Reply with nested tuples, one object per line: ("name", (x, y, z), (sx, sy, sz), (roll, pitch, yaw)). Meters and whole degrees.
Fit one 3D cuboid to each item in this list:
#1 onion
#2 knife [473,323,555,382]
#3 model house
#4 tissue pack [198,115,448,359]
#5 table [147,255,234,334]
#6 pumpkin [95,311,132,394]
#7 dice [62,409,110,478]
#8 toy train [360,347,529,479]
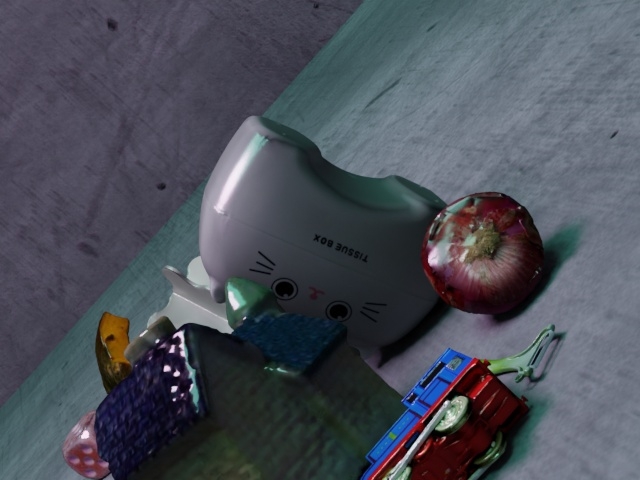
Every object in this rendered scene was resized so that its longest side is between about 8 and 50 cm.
("onion", (0.201, 0.024, 1.490), (0.150, 0.150, 0.140), (-48, -24, -3))
("knife", (0.190, 0.136, 1.361), (0.078, 0.022, 0.166), (-49, 15, -33))
("model house", (-0.089, 0.194, 1.392), (0.243, 0.284, 0.298), (-37, 3, 32))
("tissue pack", (0.000, 0.000, 1.648), (0.236, 0.333, 0.229), (-65, 12, 10))
("table", (-0.158, 0.118, 1.950), (0.166, 0.198, 0.166), (-49, -27, -36))
("pumpkin", (-0.282, 0.277, 1.973), (0.095, 0.290, 0.258), (-17, 25, -22))
("dice", (-0.412, 0.374, 2.278), (0.091, 0.094, 0.093), (-38, 19, 28))
("toy train", (0.114, 0.214, 1.267), (0.204, 0.083, 0.131), (-47, 15, -7))
